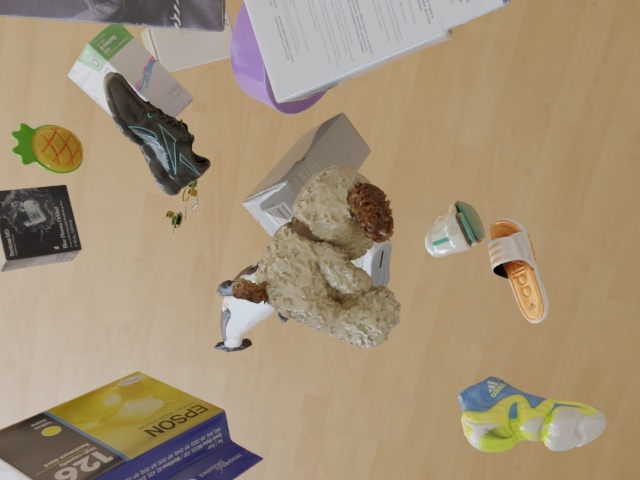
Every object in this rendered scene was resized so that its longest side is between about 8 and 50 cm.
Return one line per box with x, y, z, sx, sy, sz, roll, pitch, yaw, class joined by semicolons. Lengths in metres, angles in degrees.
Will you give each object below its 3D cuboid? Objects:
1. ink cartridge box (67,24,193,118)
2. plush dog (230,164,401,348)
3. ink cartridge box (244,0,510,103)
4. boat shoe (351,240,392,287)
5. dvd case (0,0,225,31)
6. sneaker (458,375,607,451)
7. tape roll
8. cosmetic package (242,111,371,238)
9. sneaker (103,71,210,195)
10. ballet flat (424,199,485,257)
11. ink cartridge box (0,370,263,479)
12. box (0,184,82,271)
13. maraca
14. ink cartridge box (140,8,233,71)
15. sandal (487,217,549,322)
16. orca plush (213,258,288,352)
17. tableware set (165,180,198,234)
-0.386;-0.315;1.286;0.212;0.154;0.093;44;57;-20;ink cartridge box
0.000;0.000;0.897;0.210;0.262;0.225;19;97;-31;plush dog
0.033;-0.366;0.738;0.330;0.071;0.324;-12;98;36;ink cartridge box
0.131;0.075;1.738;0.109;0.094;0.302;-26;146;-26;boat shoe
-0.135;-0.235;0.349;0.164;0.018;0.221;3;121;-4;dvd case
0.331;0.263;1.006;0.240;0.126;0.091;3;122;-16;sneaker
-0.047;-0.388;1.216;0.090;0.275;0.275;31;102;23;tape roll
-0.019;-0.118;1.142;0.127;0.238;0.107;-21;118;41;cosmetic package
-0.301;-0.206;1.165;0.106;0.101;0.267;-25;134;3;sneaker
0.347;-0.025;1.667;0.139;0.400;0.139;2;97;18;ballet flat
-0.298;0.314;0.952;0.307;0.303;0.072;9;104;34;ink cartridge box
-0.624;-0.028;1.370;0.158;0.093;0.156;-11;80;-37;box
-0.681;-0.232;1.578;0.099;0.185;0.127;-18;77;38;maraca
-0.339;-0.504;1.602;0.198;0.273;0.115;-19;111;-13;ink cartridge box
0.451;0.064;1.466;0.076;0.265;0.102;2;150;-35;sandal
-0.130;0.115;1.273;0.151;0.102;0.287;11;134;-3;orca plush
-0.359;-0.095;1.626;0.024;0.104;0.154;17;139;-32;tableware set
